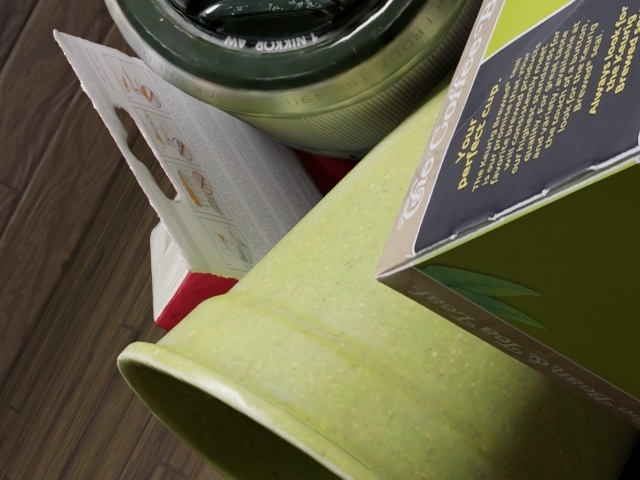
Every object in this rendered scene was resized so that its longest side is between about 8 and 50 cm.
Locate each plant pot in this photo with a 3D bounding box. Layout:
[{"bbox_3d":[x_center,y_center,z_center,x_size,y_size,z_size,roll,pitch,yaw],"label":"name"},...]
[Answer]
[{"bbox_3d":[0.078,0.047,0.938,0.254,0.276,0.276,-53,14,-14],"label":"plant pot"}]

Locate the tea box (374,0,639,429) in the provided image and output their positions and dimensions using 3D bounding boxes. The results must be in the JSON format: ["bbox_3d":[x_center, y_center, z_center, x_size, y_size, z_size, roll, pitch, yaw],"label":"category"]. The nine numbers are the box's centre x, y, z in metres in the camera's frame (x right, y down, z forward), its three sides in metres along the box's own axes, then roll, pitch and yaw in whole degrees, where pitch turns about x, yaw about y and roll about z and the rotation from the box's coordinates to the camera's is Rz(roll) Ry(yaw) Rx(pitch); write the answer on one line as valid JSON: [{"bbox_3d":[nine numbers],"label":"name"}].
[{"bbox_3d":[0.230,-0.106,0.739,0.323,0.220,0.329,-26,37,61],"label":"tea box"}]

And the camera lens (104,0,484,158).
[{"bbox_3d":[0.006,-0.166,1.045,0.219,0.219,0.274,-60,-16,3],"label":"camera lens"}]

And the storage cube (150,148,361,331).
[{"bbox_3d":[0.000,0.000,1.320,0.183,0.193,0.215,-57,17,15],"label":"storage cube"}]

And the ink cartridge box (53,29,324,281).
[{"bbox_3d":[-0.069,-0.026,1.077,0.056,0.225,0.181,-42,65,22],"label":"ink cartridge box"}]
